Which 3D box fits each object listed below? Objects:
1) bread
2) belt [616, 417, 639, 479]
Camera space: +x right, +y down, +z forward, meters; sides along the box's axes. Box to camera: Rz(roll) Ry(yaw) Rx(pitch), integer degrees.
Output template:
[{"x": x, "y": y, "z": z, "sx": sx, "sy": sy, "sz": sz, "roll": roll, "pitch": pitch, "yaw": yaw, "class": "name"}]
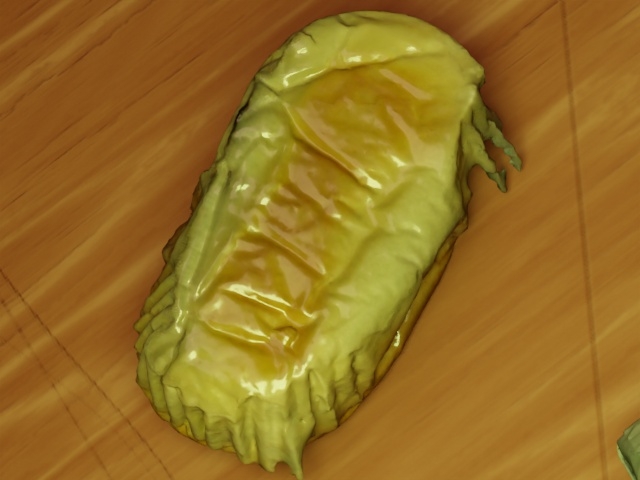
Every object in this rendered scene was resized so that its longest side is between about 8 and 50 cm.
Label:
[{"x": -0.010, "y": -0.008, "z": 1.647, "sx": 0.236, "sy": 0.183, "sz": 0.389, "roll": 31, "pitch": 75, "yaw": 14, "class": "bread"}, {"x": 0.299, "y": 0.211, "z": 1.371, "sx": 0.164, "sy": 0.184, "sz": 0.289, "roll": -31, "pitch": 22, "yaw": 5, "class": "belt"}]
